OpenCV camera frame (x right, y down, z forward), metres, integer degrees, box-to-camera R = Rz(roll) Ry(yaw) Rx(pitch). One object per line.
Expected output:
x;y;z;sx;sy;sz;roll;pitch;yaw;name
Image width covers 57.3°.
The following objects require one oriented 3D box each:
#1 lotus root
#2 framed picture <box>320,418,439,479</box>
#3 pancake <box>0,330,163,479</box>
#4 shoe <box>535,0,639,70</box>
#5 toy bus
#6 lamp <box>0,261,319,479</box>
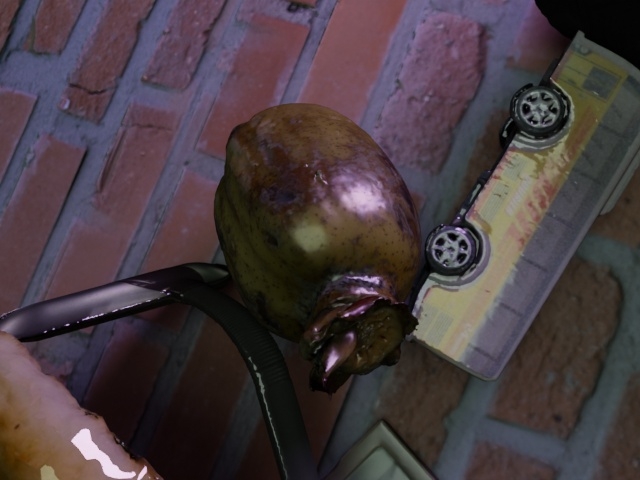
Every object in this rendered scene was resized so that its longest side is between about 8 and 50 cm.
0.002;0.001;0.440;0.154;0.154;0.278;-33;42;8;lotus root
0.022;0.324;0.474;0.289;0.016;0.213;-45;72;4;framed picture
-0.181;0.223;0.407;0.387;0.082;0.386;24;128;35;pancake
0.357;-0.178;0.390;0.384;0.171;0.237;42;90;18;shoe
0.159;-0.022;0.460;0.106;0.092;0.268;31;90;9;toy bus
-0.109;0.134;0.434;0.203;0.124;0.283;-13;69;-30;lamp
